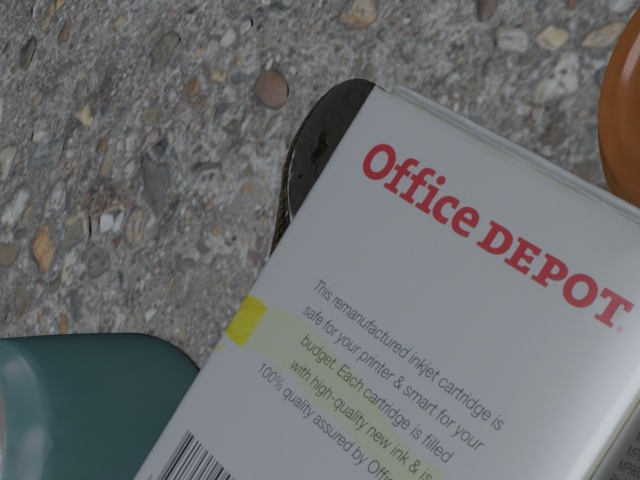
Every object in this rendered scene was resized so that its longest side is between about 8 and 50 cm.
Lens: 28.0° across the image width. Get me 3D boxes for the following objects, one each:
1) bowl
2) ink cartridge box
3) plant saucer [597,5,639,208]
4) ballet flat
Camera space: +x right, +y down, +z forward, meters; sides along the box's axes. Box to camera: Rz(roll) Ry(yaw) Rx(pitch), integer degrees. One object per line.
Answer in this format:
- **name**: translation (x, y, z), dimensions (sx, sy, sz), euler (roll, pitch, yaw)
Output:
- **bowl**: translation (-0.240, 0.199, 1.010), dimensions (0.312, 0.163, 0.311), euler (-21, 57, 35)
- **ink cartridge box**: translation (0.062, 0.140, 0.757), dimensions (0.279, 0.160, 0.384), euler (36, 97, 46)
- **plant saucer**: translation (0.234, -0.096, 0.763), dimensions (0.200, 0.037, 0.199), euler (-38, 43, 46)
- **ballet flat**: translation (0.000, 0.000, 0.955), dimensions (0.058, 0.084, 0.249), euler (147, 137, -75)
